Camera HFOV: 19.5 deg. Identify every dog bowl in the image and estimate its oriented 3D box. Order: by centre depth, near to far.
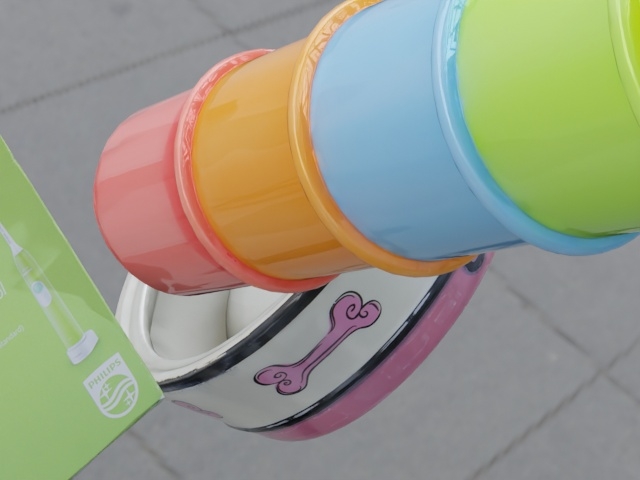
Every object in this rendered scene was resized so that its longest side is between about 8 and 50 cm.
[{"bbox_3d":[0.000,0.000,1.666,0.150,0.408,0.408,39,30,-23],"label":"dog bowl"}]

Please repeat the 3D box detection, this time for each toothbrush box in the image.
[{"bbox_3d":[-0.223,-0.019,0.794,0.122,0.206,0.283,-40,118,-25],"label":"toothbrush box"}]

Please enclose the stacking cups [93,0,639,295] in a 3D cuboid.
[{"bbox_3d":[0.045,-0.027,0.483,0.096,0.316,0.096,9,75,-34],"label":"stacking cups"}]
